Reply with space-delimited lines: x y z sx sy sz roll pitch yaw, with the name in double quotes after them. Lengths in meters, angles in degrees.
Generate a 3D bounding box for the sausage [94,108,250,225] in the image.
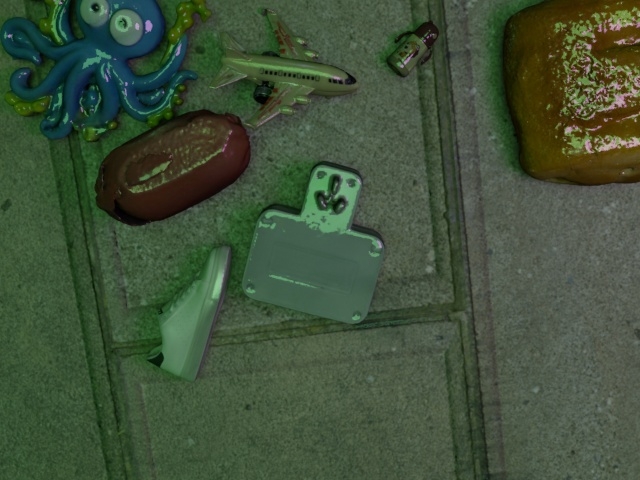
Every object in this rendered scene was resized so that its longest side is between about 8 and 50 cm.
-0.248 -0.124 1.138 0.280 0.152 0.152 -26 97 6 "sausage"

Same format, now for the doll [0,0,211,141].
-0.385 -0.320 1.137 0.346 0.099 0.341 31 98 1 "doll"

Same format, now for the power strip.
0.000 0.000 1.162 0.230 0.141 0.260 15 101 -2 "power strip"

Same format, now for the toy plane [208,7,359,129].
-0.058 -0.279 1.134 0.245 0.092 0.228 12 71 -10 "toy plane"

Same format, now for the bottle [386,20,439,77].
0.160 -0.331 1.151 0.063 0.047 0.101 41 96 -14 "bottle"

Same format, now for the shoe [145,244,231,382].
-0.237 0.125 1.205 0.110 0.095 0.264 16 101 -1 "shoe"

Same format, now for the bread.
0.476 -0.256 1.105 0.328 0.148 0.336 -6 98 2 "bread"
